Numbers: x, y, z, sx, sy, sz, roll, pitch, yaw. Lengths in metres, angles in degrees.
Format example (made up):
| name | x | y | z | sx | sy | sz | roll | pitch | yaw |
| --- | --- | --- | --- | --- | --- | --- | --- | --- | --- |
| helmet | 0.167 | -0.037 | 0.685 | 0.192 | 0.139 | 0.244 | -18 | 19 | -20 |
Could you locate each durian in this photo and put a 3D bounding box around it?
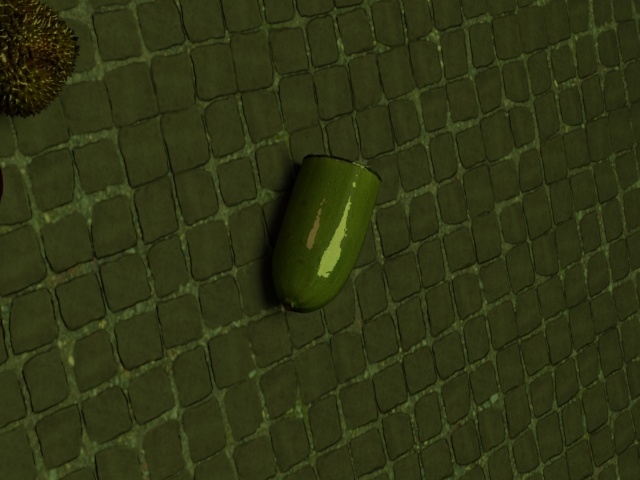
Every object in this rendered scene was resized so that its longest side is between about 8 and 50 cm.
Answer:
| name | x | y | z | sx | sy | sz | roll | pitch | yaw |
| --- | --- | --- | --- | --- | --- | --- | --- | --- | --- |
| durian | -0.381 | -0.231 | 1.944 | 0.168 | 0.137 | 0.158 | 14 | 98 | -60 |

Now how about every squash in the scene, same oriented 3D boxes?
| name | x | y | z | sx | sy | sz | roll | pitch | yaw |
| --- | --- | --- | --- | --- | --- | --- | --- | --- | --- |
| squash | 0.000 | 0.000 | 2.357 | 0.132 | 0.132 | 0.247 | 34 | 67 | -42 |

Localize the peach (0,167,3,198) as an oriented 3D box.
| name | x | y | z | sx | sy | sz | roll | pitch | yaw |
| --- | --- | --- | --- | --- | --- | --- | --- | --- | --- |
| peach | -0.495 | -0.072 | 1.802 | 0.267 | 0.158 | 0.154 | -13 | 93 | -45 |
